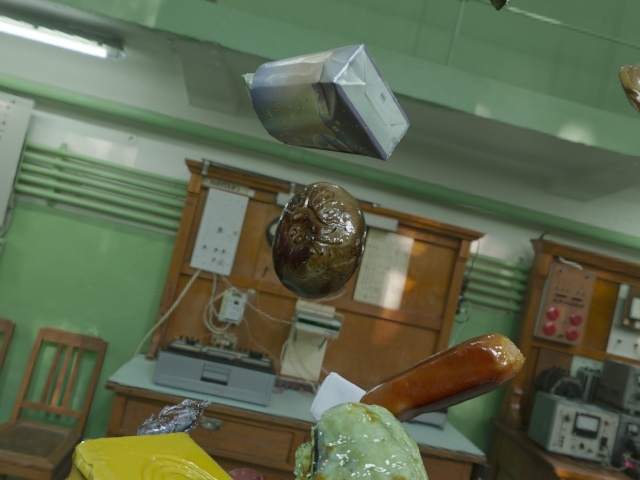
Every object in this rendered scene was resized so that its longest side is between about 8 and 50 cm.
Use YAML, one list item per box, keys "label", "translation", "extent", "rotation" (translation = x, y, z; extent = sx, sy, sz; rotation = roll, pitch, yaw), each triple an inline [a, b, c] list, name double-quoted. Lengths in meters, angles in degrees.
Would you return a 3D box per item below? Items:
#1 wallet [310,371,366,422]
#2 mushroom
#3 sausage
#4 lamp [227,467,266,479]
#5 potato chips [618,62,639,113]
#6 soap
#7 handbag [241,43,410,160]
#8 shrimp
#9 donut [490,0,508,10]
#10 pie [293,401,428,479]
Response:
- label: "wallet"
  translation: [0.048, 0.390, 1.213]
  extent: [0.031, 0.124, 0.182]
  rotation: [33, -11, -30]
- label: "mushroom"
  translation: [-0.014, -0.004, 1.302]
  extent: [0.163, 0.297, 0.278]
  rotation: [20, -16, -34]
- label: "sausage"
  translation: [0.179, 0.229, 0.831]
  extent: [0.300, 0.084, 0.089]
  rotation: [-33, -19, 30]
- label: "lamp"
  translation: [-0.132, 0.434, 0.871]
  extent: [0.101, 0.101, 0.090]
  rotation: [13, -7, -1]
- label: "potato chips"
  translation: [0.581, -0.218, 0.844]
  extent: [0.207, 0.195, 0.062]
  rotation: [14, -45, 5]
- label: "soap"
  translation: [-0.167, 0.364, 0.635]
  extent: [0.324, 0.096, 0.204]
  rotation: [23, 3, 39]
- label: "handbag"
  translation: [0.001, -0.153, 0.569]
  extent: [0.173, 0.095, 0.117]
  rotation: [16, -26, 46]
- label: "shrimp"
  translation: [-0.259, 0.327, 0.959]
  extent: [0.065, 0.057, 0.165]
  rotation: [-15, -6, 29]
- label: "donut"
  translation: [0.270, -0.620, 1.029]
  extent: [0.344, 0.260, 0.136]
  rotation: [10, 25, -6]
- label: "pie"
  translation: [0.060, 0.326, 0.707]
  extent: [0.200, 0.090, 0.248]
  rotation: [1, 33, -10]
